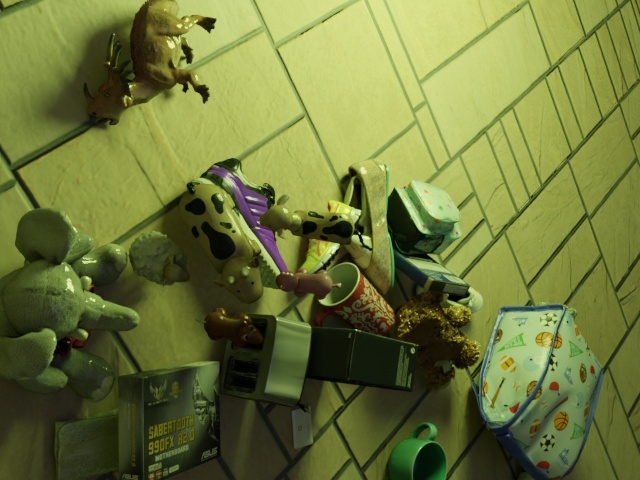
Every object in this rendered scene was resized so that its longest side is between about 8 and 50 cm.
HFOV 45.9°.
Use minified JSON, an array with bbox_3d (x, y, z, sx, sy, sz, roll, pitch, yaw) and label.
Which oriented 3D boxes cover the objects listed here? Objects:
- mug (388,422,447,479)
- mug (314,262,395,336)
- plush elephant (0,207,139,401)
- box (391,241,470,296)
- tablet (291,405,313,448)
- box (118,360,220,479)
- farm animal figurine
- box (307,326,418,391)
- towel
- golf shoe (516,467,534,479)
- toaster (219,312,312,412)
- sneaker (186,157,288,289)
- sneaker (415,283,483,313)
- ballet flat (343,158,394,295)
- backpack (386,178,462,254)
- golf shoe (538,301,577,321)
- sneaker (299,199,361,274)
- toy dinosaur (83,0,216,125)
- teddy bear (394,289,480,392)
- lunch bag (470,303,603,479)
[{"bbox_3d":[0.231,0.528,1.799,0.158,0.097,0.129,-45,115,-35],"label":"mug"},{"bbox_3d":[0.071,0.151,1.697,0.169,0.150,0.113,44,24,-36],"label":"mug"},{"bbox_3d":[-0.402,0.102,1.153,0.330,0.255,0.272,20,74,-39],"label":"plush elephant"},{"bbox_3d":[0.229,0.058,1.772,0.136,0.225,0.036,11,111,-41],"label":"box"},{"bbox_3d":[-0.039,0.402,1.627,0.054,0.006,0.083,-4,89,-42],"label":"tablet"},{"bbox_3d":[-0.263,0.318,1.345,0.231,0.056,0.183,5,84,-64],"label":"box"},{"bbox_3d":[-0.128,0.016,1.316,0.327,0.172,0.330,42,88,5],"label":"farm animal figurine"},{"bbox_3d":[0.037,0.237,1.534,0.184,0.261,0.103,22,73,-38],"label":"box"},{"bbox_3d":[-0.386,0.353,1.304,0.148,0.027,0.110,-3,90,-42],"label":"towel"},{"bbox_3d":[0.597,0.637,2.147,0.198,0.077,0.094,-32,97,-46],"label":"golf shoe"},{"bbox_3d":[-0.105,0.232,1.461,0.110,0.185,0.168,21,74,-44],"label":"toaster"},{"bbox_3d":[-0.127,-0.040,1.512,0.146,0.102,0.293,-49,118,-33],"label":"sneaker"},{"bbox_3d":[0.353,0.149,1.921,0.232,0.115,0.090,12,79,-41],"label":"sneaker"},{"bbox_3d":[0.102,-0.031,1.735,0.106,0.107,0.316,0,81,-22],"label":"ballet flat"},{"bbox_3d":[0.251,-0.051,1.812,0.188,0.144,0.166,16,37,-48],"label":"backpack"},{"bbox_3d":[0.714,0.234,2.277,0.176,0.069,0.086,20,80,-38],"label":"golf shoe"},{"bbox_3d":[0.000,0.000,1.652,0.094,0.081,0.208,34,73,5],"label":"sneaker"},{"bbox_3d":[-0.307,-0.349,1.365,0.200,0.127,0.296,14,72,-33],"label":"toy dinosaur"},{"bbox_3d":[0.269,0.241,1.821,0.338,0.113,0.245,27,107,-41],"label":"teddy bear"},{"bbox_3d":[0.575,0.417,2.028,0.328,0.239,0.385,47,51,-31],"label":"lunch bag"}]
